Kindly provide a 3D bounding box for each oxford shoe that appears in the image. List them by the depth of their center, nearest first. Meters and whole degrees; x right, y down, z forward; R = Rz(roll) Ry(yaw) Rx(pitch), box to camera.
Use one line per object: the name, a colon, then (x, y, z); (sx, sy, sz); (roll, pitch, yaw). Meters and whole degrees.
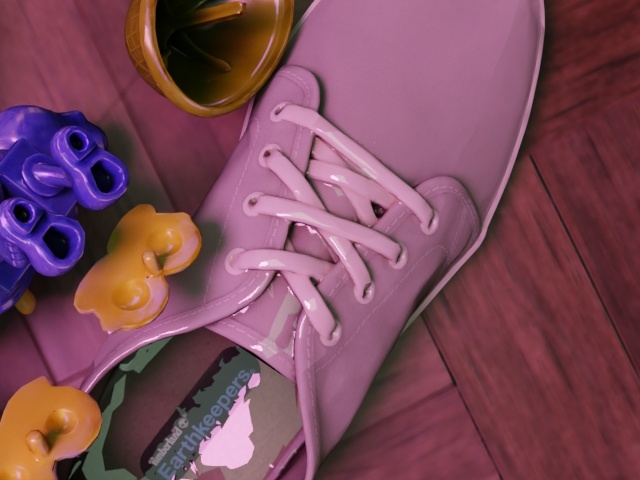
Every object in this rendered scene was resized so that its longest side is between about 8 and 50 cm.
oxford shoe: (0.000, 0.000, 0.495); (0.169, 0.130, 0.449); (33, 82, -1)

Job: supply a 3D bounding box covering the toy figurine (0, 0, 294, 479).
toy figurine: (-0.185, -0.041, 0.453); (0.191, 0.217, 0.363); (43, 53, -26)
